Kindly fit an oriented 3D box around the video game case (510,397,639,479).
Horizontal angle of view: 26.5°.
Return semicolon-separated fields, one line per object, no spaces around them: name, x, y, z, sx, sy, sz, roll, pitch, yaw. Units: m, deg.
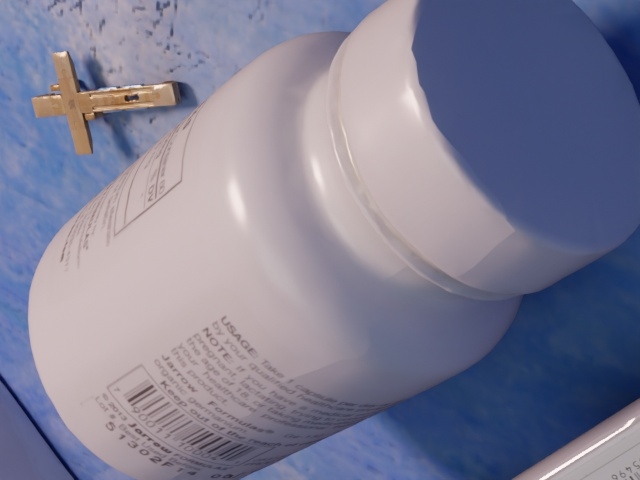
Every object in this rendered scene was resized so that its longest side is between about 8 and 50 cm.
video game case;0.183;0.116;0.444;0.212;0.023;0.193;-39;89;25

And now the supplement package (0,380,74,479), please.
supplement package;-0.238;0.214;0.768;0.194;0.203;0.149;54;136;-1

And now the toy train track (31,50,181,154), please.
toy train track;-0.095;-0.064;0.614;0.083;0.014;0.048;-1;108;33

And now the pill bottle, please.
pill bottle;0.000;0.000;0.492;0.229;0.131;0.131;-33;93;46
